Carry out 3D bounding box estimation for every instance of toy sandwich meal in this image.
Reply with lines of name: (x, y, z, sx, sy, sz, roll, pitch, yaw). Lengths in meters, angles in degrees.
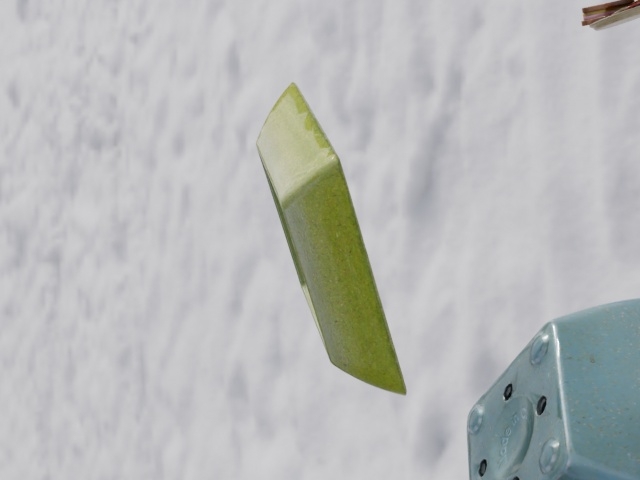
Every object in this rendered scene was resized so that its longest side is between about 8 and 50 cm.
toy sandwich meal: (0.322, -0.249, 1.348, 0.085, 0.085, 0.029, -15, 93, 66)

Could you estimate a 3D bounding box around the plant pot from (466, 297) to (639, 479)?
plant pot: (0.258, 0.192, 1.010, 0.248, 0.252, 0.247, -86, 20, -45)

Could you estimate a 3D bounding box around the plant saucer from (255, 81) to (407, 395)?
plant saucer: (0.000, 0.000, 0.914, 0.188, 0.045, 0.188, -114, 6, -65)
